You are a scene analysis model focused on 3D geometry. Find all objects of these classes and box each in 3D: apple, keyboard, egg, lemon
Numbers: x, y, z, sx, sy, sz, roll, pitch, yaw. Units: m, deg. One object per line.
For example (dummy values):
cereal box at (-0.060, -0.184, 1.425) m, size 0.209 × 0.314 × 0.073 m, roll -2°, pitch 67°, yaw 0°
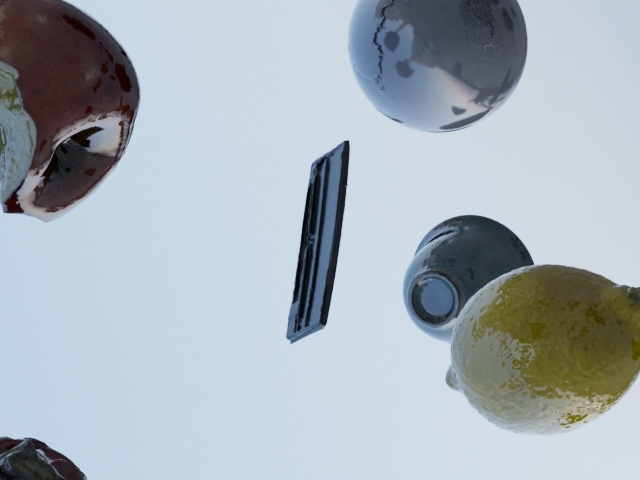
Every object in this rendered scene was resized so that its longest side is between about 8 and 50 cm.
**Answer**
apple at (-0.215, -0.108, 1.234) m, size 0.158 × 0.147 × 0.156 m, roll 41°, pitch 167°, yaw 24°
keyboard at (0.000, 0.000, 2.037) m, size 0.017 × 0.087 × 0.250 m, roll 24°, pitch -122°, yaw -27°
egg at (0.094, -0.161, 1.389) m, size 0.146 × 0.146 × 0.198 m, roll 59°, pitch -166°, yaw 11°
lemon at (0.240, 0.114, 1.803) m, size 0.187 × 0.244 × 0.187 m, roll 47°, pitch -150°, yaw -38°

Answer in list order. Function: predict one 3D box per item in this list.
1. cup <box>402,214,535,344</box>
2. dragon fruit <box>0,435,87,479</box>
cup at (0.189, 0.070, 2.391) m, size 0.199 × 0.199 × 0.150 m, roll 58°, pitch -153°, yaw 8°
dragon fruit at (-0.251, 0.287, 1.236) m, size 0.244 × 0.244 × 0.299 m, roll 31°, pitch -112°, yaw -54°
